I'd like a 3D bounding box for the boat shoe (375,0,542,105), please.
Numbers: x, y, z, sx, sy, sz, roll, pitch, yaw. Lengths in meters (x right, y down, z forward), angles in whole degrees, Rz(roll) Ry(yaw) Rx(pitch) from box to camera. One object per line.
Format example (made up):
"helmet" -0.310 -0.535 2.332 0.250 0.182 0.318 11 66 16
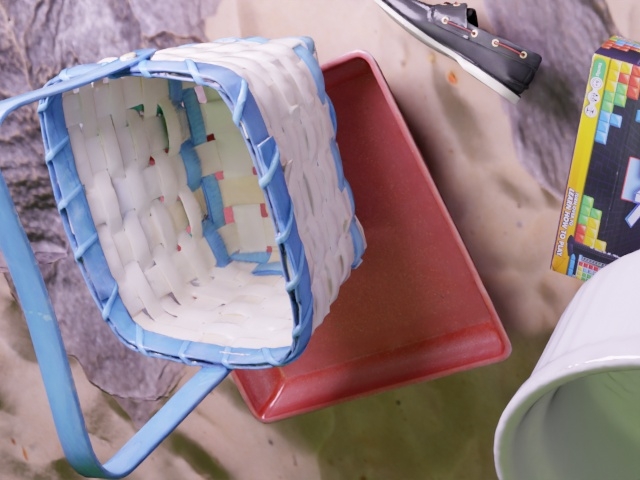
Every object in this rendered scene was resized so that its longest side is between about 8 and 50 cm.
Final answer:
"boat shoe" 0.096 -0.147 1.099 0.133 0.049 0.042 35 98 19

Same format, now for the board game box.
"board game box" 0.242 -0.038 1.061 0.141 0.048 0.170 19 122 23

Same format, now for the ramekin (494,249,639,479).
"ramekin" 0.266 0.128 1.032 0.277 0.135 0.277 17 139 15

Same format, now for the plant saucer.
"plant saucer" 0.000 0.000 1.223 0.259 0.047 0.258 -19 102 35

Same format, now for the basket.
"basket" -0.104 -0.007 1.069 0.201 0.289 0.255 -1 111 31
